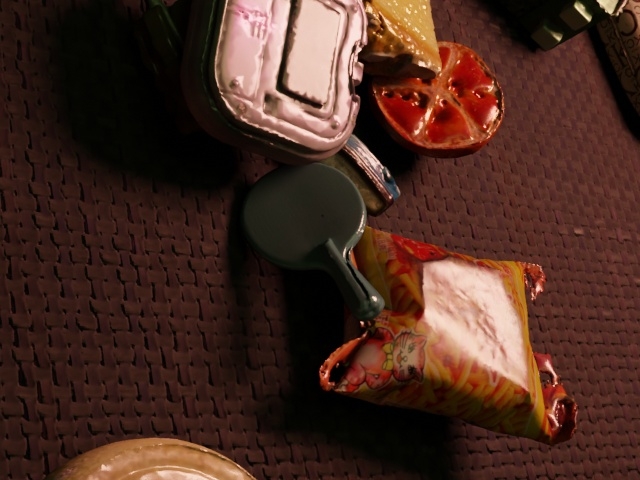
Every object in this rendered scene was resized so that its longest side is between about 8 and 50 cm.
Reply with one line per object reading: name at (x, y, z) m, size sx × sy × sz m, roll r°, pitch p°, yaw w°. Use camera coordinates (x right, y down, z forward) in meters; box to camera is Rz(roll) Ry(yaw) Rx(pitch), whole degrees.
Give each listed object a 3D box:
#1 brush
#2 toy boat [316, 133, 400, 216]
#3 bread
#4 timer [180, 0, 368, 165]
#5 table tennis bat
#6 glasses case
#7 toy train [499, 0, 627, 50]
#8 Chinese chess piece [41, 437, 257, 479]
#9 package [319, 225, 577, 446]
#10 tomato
brush at (-0.168, -0.246, 1.253) m, size 0.084 × 0.071 × 0.301 m, roll -23°, pitch 83°, yaw -40°
toy boat at (0.027, -0.082, 1.341) m, size 0.137 × 0.060 × 0.061 m, roll 40°, pitch 24°, yaw -16°
bread at (0.060, -0.244, 1.400) m, size 0.152 × 0.127 × 0.147 m, roll 19°, pitch 54°, yaw -32°
timer at (-0.040, -0.186, 1.231) m, size 0.190 × 0.069 × 0.209 m, roll 16°, pitch 72°, yaw -35°
table tennis bat at (0.000, 0.000, 1.227) m, size 0.124 × 0.033 × 0.201 m, roll -28°, pitch 58°, yaw -11°
glasses case at (0.451, -0.309, 1.778) m, size 0.137 × 0.085 × 0.355 m, roll -8°, pitch 73°, yaw -42°
toy train at (0.293, -0.391, 1.650) m, size 0.271 × 0.159 × 0.188 m, roll 42°, pitch 58°, yaw -15°
Chinese chess piece at (-0.132, 0.290, 0.986) m, size 0.270 × 0.112 × 0.270 m, roll 19°, pitch 56°, yaw -32°
package at (0.121, 0.087, 1.290) m, size 0.288 × 0.108 × 0.223 m, roll 19°, pitch 52°, yaw -25°
tomato at (0.130, -0.148, 1.432) m, size 0.155 × 0.069 × 0.156 m, roll 3°, pitch 60°, yaw -6°
